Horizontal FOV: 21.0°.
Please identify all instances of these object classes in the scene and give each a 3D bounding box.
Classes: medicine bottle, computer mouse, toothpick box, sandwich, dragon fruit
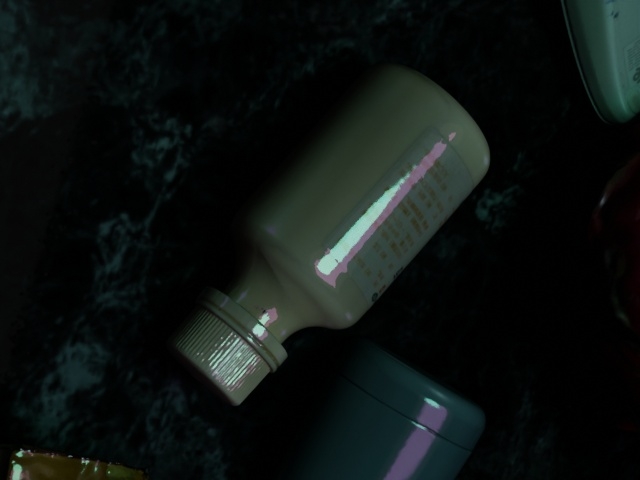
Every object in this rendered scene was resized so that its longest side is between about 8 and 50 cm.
[{"bbox_3d":[0.000,0.000,1.183,0.252,0.114,0.114,-48,127,-12],"label":"medicine bottle"},{"bbox_3d":[0.234,-0.222,1.285,0.159,0.097,0.288,-36,138,-19],"label":"computer mouse"},{"bbox_3d":[0.028,0.174,1.263,0.120,0.120,0.184,30,91,-38],"label":"toothpick box"},{"bbox_3d":[-0.179,0.220,1.124,0.113,0.079,0.163,15,76,-37],"label":"sandwich"},{"bbox_3d":[0.334,0.032,1.309,0.329,0.329,0.329,-12,113,-32],"label":"dragon fruit"}]
